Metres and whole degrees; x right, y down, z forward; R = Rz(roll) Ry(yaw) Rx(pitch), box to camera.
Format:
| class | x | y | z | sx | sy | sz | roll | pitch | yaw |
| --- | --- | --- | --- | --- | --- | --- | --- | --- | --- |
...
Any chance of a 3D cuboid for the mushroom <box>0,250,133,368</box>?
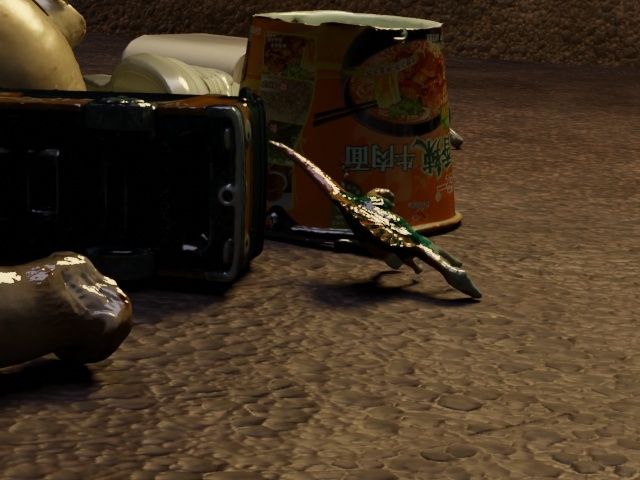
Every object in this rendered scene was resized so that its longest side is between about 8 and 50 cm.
| class | x | y | z | sx | sy | sz | roll | pitch | yaw |
| --- | --- | --- | --- | --- | --- | --- | --- | --- | --- |
| mushroom | -0.214 | 0.036 | 0.818 | 0.225 | 0.093 | 0.116 | -8 | -6 | -23 |

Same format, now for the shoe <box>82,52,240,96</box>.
| class | x | y | z | sx | sy | sz | roll | pitch | yaw |
| --- | --- | --- | --- | --- | --- | --- | --- | --- | --- |
| shoe | -0.135 | -0.119 | 1.507 | 0.160 | 0.132 | 0.363 | -4 | 6 | -20 |

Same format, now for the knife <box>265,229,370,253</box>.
| class | x | y | z | sx | sy | sz | roll | pitch | yaw |
| --- | --- | --- | --- | --- | --- | --- | --- | --- | --- |
| knife | 0.000 | 0.000 | 1.248 | 0.170 | 0.010 | 0.023 | 8 | 7 | 33 |

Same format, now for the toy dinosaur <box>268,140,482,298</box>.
| class | x | y | z | sx | sy | sz | roll | pitch | yaw |
| --- | --- | --- | --- | --- | --- | --- | --- | --- | --- |
| toy dinosaur | 0.036 | -0.015 | 1.116 | 0.187 | 0.044 | 0.106 | 41 | 8 | -4 |

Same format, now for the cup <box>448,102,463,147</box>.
| class | x | y | z | sx | sy | sz | roll | pitch | yaw |
| --- | --- | --- | --- | --- | --- | --- | --- | --- | --- |
| cup | 0.135 | -0.148 | 1.881 | 0.100 | 0.078 | 0.077 | 38 | 10 | 2 |

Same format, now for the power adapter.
| class | x | y | z | sx | sy | sz | roll | pitch | yaw |
| --- | --- | --- | --- | --- | --- | --- | --- | --- | --- |
| power adapter | -0.090 | -0.181 | 1.832 | 0.255 | 0.124 | 0.187 | 11 | 15 | 38 |

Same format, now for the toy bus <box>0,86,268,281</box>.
| class | x | y | z | sx | sy | sz | roll | pitch | yaw |
| --- | --- | --- | --- | --- | --- | --- | --- | --- | --- |
| toy bus | -0.177 | -0.047 | 1.132 | 0.275 | 0.139 | 0.167 | 3 | 9 | 11 |

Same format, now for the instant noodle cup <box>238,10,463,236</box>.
| class | x | y | z | sx | sy | sz | roll | pitch | yaw |
| --- | --- | --- | --- | --- | --- | --- | --- | --- | --- |
| instant noodle cup | 0.021 | -0.110 | 1.369 | 0.230 | 0.182 | 0.230 | 4 | 12 | -1 |

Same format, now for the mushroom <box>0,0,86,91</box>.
| class | x | y | z | sx | sy | sz | roll | pitch | yaw |
| --- | --- | --- | --- | --- | --- | --- | --- | --- | --- |
| mushroom | -0.298 | -0.152 | 1.328 | 0.202 | 0.246 | 0.246 | -41 | 34 | -26 |
